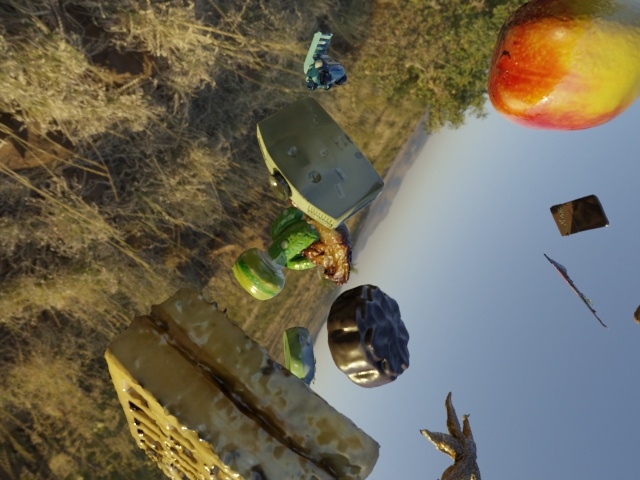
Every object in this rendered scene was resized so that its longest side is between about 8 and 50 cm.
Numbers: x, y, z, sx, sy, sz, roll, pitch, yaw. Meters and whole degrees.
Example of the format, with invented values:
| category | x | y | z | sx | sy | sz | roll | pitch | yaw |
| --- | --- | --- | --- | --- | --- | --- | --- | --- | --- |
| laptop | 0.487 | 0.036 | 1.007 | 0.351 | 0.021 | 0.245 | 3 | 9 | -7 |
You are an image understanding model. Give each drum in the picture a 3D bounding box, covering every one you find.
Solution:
| category | x | y | z | sx | sy | sz | roll | pitch | yaw |
| --- | --- | --- | --- | --- | --- | --- | --- | --- | --- |
| drum | -0.029 | 0.265 | 0.765 | 0.253 | 0.049 | 0.130 | -114 | -157 | -58 |

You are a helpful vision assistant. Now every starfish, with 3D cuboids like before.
| category | x | y | z | sx | sy | sz | roll | pitch | yaw |
| --- | --- | --- | --- | --- | --- | --- | --- | --- | --- |
| starfish | 0.369 | 0.559 | 1.097 | 0.060 | 0.299 | 0.302 | -30 | 148 | 31 |

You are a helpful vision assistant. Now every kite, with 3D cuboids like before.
| category | x | y | z | sx | sy | sz | roll | pitch | yaw |
| --- | --- | --- | --- | --- | --- | --- | --- | --- | --- |
| kite | 0.705 | 0.112 | 1.156 | 0.016 | 0.234 | 0.321 | -41 | -167 | 24 |

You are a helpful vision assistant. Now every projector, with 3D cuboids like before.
| category | x | y | z | sx | sy | sz | roll | pitch | yaw |
| --- | --- | --- | --- | --- | --- | --- | --- | --- | --- |
| projector | -0.016 | -0.157 | 0.873 | 0.194 | 0.269 | 0.088 | -36 | 172 | -20 |

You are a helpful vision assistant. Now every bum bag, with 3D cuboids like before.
| category | x | y | z | sx | sy | sz | roll | pitch | yaw |
| --- | --- | --- | --- | --- | --- | --- | --- | --- | --- |
| bum bag | 0.797 | -0.075 | 1.269 | 0.026 | 0.109 | 0.159 | -23 | 177 | -21 |

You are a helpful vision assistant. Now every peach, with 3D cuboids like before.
| category | x | y | z | sx | sy | sz | roll | pitch | yaw |
| --- | --- | --- | --- | --- | --- | --- | --- | --- | --- |
| peach | 0.375 | -0.271 | 0.629 | 0.231 | 0.231 | 0.231 | -60 | 174 | -11 |

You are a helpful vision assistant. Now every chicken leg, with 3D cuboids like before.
| category | x | y | z | sx | sy | sz | roll | pitch | yaw |
| --- | --- | --- | --- | --- | --- | --- | --- | --- | --- |
| chicken leg | 0.011 | -0.002 | 1.203 | 0.083 | 0.178 | 0.322 | -53 | 139 | -47 |

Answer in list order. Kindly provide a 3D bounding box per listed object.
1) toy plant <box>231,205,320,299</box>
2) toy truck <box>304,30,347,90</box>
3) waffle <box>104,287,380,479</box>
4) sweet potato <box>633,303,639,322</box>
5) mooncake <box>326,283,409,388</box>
| category | x | y | z | sx | sy | sz | roll | pitch | yaw |
| --- | --- | --- | --- | --- | --- | --- | --- | --- | --- |
| toy plant | -0.128 | 0.044 | 1.381 | 0.316 | 0.224 | 0.184 | -44 | 159 | 7 |
| toy truck | 0.004 | -0.315 | 0.721 | 0.056 | 0.073 | 0.090 | -22 | 105 | -41 |
| waffle | -0.106 | 0.243 | 0.493 | 0.114 | 0.261 | 0.376 | -48 | 168 | -39 |
| sweet potato | 1.095 | 0.205 | 1.354 | 0.214 | 0.050 | 0.050 | -31 | 166 | -14 |
| mooncake | 0.148 | 0.259 | 1.144 | 0.141 | 0.283 | 0.283 | -24 | -163 | 34 |
